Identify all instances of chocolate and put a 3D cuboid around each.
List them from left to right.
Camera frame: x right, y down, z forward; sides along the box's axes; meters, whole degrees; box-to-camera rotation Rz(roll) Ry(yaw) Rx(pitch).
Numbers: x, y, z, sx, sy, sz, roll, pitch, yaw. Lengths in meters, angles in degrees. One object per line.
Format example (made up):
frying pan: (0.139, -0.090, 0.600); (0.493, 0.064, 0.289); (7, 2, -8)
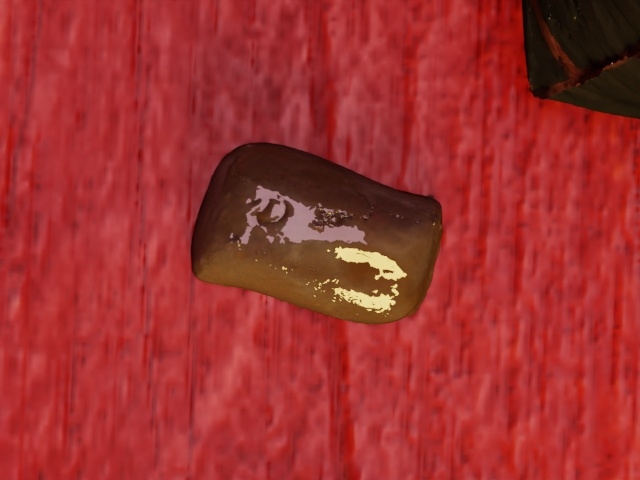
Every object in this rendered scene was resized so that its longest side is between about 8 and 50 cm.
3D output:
chocolate: (0.000, 0.000, 0.535); (0.101, 0.031, 0.064); (19, 93, -5)

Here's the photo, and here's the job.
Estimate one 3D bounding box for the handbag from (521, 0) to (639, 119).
handbag: (0.152, -0.152, 0.477); (0.155, 0.169, 0.215); (6, 88, -19)
